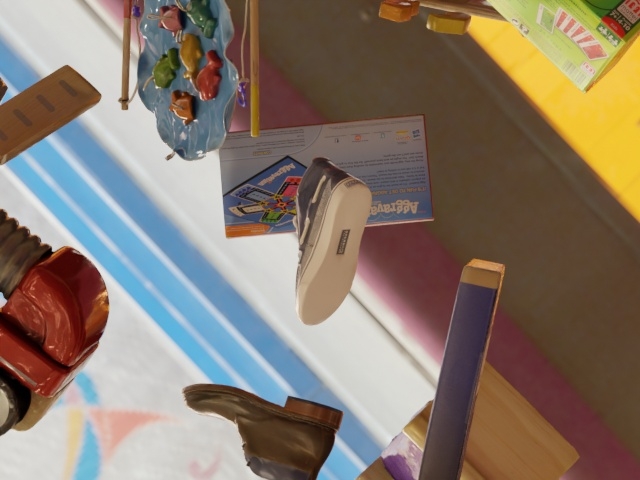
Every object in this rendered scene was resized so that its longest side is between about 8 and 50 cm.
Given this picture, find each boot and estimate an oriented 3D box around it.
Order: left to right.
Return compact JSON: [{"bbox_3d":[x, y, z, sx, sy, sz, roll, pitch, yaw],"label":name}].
[{"bbox_3d":[-0.084,0.235,1.889,0.219,0.106,0.082,6,164,31],"label":"boot"},{"bbox_3d":[0.000,0.000,1.850,0.069,0.190,0.086,3,-154,-38],"label":"boot"}]

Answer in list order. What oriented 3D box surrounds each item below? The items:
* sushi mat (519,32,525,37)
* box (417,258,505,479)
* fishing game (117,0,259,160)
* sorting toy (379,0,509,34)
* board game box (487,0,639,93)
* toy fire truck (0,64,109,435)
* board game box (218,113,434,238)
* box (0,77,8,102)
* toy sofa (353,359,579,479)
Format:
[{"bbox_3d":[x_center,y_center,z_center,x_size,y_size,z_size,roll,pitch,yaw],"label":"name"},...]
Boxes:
[{"bbox_3d":[0.333,-0.313,1.720,0.151,0.317,0.019,39,-137,-45],"label":"sushi mat"},{"bbox_3d":[0.115,0.130,1.326,0.037,0.225,0.136,11,-177,7],"label":"box"},{"bbox_3d":[-0.131,-0.163,1.437,0.264,0.041,0.189,22,113,54],"label":"fishing game"},{"bbox_3d":[0.205,-0.325,2.105,0.229,0.041,0.307,18,-156,18],"label":"sorting toy"},{"bbox_3d":[0.154,-0.199,1.152,0.181,0.043,0.092,45,160,7],"label":"board game box"},{"bbox_3d":[-0.248,-0.003,1.266,0.217,0.246,0.158,37,-164,1],"label":"toy fire truck"},{"bbox_3d":[0.007,-0.086,2.125,0.027,0.281,0.145,61,-156,-84],"label":"board game box"},{"bbox_3d":[-0.593,-0.216,1.991,0.313,0.179,0.343,26,174,0],"label":"box"},{"bbox_3d":[0.130,0.271,1.733,0.150,0.177,0.362,46,163,8],"label":"toy sofa"}]
